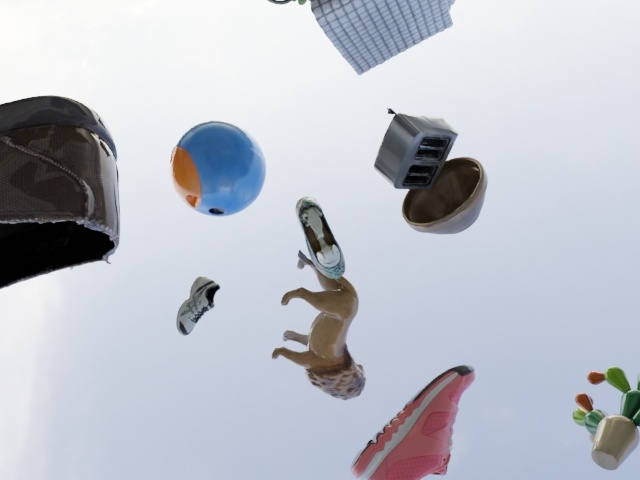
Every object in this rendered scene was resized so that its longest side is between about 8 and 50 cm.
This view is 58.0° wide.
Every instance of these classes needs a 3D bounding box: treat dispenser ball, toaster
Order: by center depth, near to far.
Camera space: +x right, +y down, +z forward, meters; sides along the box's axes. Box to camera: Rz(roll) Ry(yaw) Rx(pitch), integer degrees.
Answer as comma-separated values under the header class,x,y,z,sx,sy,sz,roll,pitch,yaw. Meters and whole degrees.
class,x,y,z,sx,sy,sz,roll,pitch,yaw
toaster,0.232,-0.224,1.435,0.185,0.168,0.110,-2,-142,-33
treat dispenser ball,-0.304,-0.215,1.723,0.287,0.288,0.288,-7,-130,9

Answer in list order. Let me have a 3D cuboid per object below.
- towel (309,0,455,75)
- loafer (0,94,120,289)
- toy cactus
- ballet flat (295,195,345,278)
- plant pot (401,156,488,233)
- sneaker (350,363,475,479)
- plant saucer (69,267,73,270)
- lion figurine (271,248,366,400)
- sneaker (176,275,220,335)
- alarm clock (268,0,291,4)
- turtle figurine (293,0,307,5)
class,x,y,z,sx,sy,sz,roll,pitch,yaw
towel,0.117,-0.448,1.063,0.234,0.283,0.122,-24,-101,17
loafer,-0.302,0.018,0.382,0.365,0.134,0.130,-28,-116,-14
toy cactus,0.417,0.243,0.776,0.180,0.219,0.112,-34,-87,-37
ballet flat,0.000,0.000,1.179,0.070,0.189,0.070,-26,-169,6
plant pot,0.337,-0.095,1.488,0.237,0.110,0.237,-32,-149,22
sneaker,0.203,0.367,1.089,0.313,0.116,0.136,-38,-106,-22
plant saucer,-0.352,-0.014,0.851,0.021,0.119,0.119,24,-130,-17
lion figurine,0.021,0.219,1.429,0.240,0.393,0.142,16,-149,12
sneaker,-0.160,0.088,0.760,0.036,0.032,0.083,14,-105,27
alarm clock,-0.079,-0.275,0.456,0.129,0.192,0.064,-45,-158,-14
turtle figurine,-0.012,-0.589,1.231,0.197,0.266,0.275,-22,-108,-5
